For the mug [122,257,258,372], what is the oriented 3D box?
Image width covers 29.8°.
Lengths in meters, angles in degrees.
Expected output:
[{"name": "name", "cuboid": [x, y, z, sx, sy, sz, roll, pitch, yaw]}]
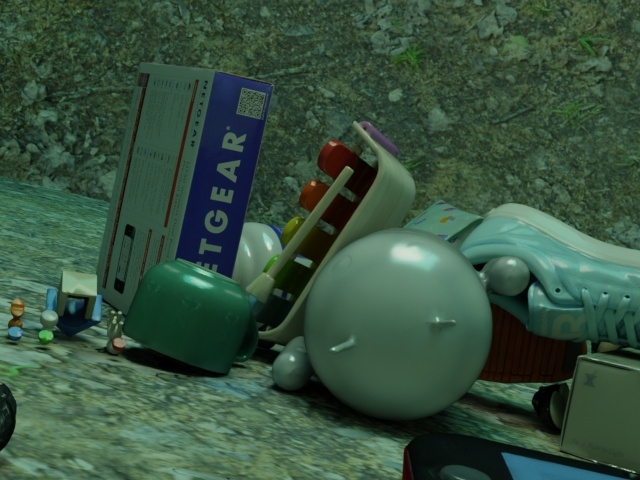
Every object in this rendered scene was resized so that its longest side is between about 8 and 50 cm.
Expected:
[{"name": "mug", "cuboid": [-0.139, 0.079, 1.341, 0.129, 0.097, 0.158, 22, 0, 12]}]

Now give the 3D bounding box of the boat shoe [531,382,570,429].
[{"name": "boat shoe", "cuboid": [0.282, 0.206, 1.476, 0.042, 0.049, 0.133, -15, 1, 17]}]

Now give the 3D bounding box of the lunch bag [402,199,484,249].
[{"name": "lunch bag", "cuboid": [0.167, 0.069, 2.018, 0.160, 0.262, 0.223, 56, -6, -14]}]

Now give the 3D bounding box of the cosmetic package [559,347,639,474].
[{"name": "cosmetic package", "cuboid": [0.403, 0.200, 1.421, 0.160, 0.113, 0.309, 14, 4, 27]}]

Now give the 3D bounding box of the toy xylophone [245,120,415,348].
[{"name": "toy xylophone", "cuboid": [0.000, 0.000, 1.475, 0.081, 0.323, 0.236, 34, -6, 27]}]

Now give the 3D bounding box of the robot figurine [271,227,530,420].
[{"name": "robot figurine", "cuboid": [0.089, 0.087, 1.337, 0.300, 0.200, 0.353, -27, -1, 7]}]

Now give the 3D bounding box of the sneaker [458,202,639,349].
[{"name": "sneaker", "cuboid": [0.319, 0.083, 1.432, 0.366, 0.135, 0.150, 22, 47, 33]}]

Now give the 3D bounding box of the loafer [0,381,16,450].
[{"name": "loafer", "cuboid": [-0.310, 0.094, 0.785, 0.223, 0.076, 0.078, 16, -5, -8]}]

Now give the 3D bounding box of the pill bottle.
[{"name": "pill bottle", "cuboid": [-0.061, 0.056, 1.703, 0.272, 0.152, 0.152, 11, 4, -36]}]

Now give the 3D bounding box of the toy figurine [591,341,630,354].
[{"name": "toy figurine", "cuboid": [0.592, 0.151, 2.079, 0.209, 0.213, 0.148, 9, 19, -42]}]

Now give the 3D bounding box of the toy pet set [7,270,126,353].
[{"name": "toy pet set", "cuboid": [-0.276, 0.092, 1.298, 0.122, 0.065, 0.114, 9, 39, -17]}]

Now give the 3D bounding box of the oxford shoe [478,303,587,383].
[{"name": "oxford shoe", "cuboid": [0.170, 0.121, 1.591, 0.363, 0.130, 0.133, 12, -18, 15]}]

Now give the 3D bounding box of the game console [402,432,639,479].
[{"name": "game console", "cuboid": [0.251, 0.229, 0.838, 0.386, 0.060, 0.342, 12, 3, -1]}]

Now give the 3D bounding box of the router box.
[{"name": "router box", "cuboid": [-0.189, -0.058, 1.573, 0.082, 0.336, 0.301, 10, 5, -27]}]
